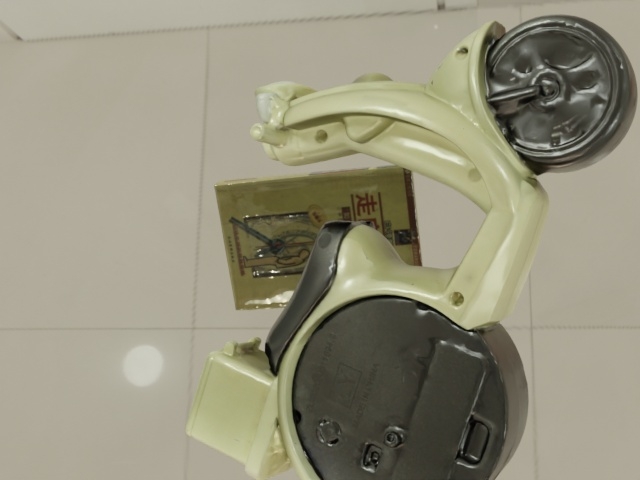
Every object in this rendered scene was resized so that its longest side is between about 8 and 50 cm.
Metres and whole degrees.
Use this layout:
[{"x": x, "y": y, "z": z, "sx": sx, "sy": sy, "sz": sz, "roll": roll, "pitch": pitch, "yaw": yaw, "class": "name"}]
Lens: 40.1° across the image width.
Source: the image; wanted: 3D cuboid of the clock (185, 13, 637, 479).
[{"x": 0.050, "y": 0.011, "z": 0.643, "sx": 0.277, "sy": 0.120, "sz": 0.378, "roll": 17, "pitch": 95, "yaw": 24, "class": "clock"}]

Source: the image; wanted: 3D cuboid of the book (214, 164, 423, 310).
[{"x": 0.000, "y": 0.000, "z": 1.013, "sx": 0.231, "sy": 0.026, "sz": 0.161, "roll": -5, "pitch": 105, "yaw": 12, "class": "book"}]
